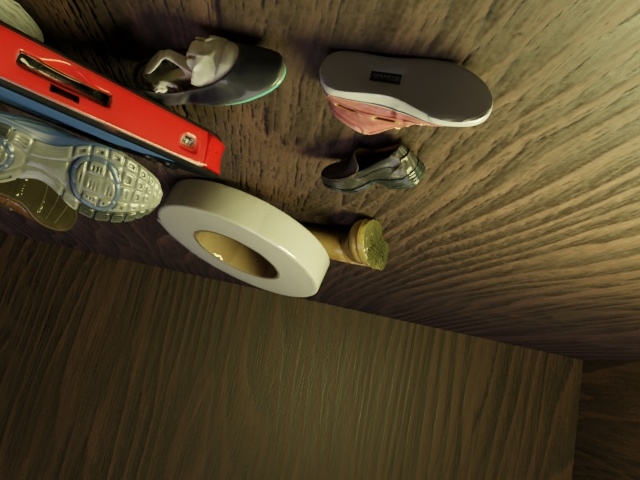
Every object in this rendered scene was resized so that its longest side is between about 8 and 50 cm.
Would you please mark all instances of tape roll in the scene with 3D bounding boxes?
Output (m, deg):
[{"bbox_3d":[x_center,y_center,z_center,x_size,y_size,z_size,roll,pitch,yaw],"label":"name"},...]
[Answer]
[{"bbox_3d":[-0.170,0.004,1.220,0.392,0.072,0.392,21,159,9],"label":"tape roll"}]

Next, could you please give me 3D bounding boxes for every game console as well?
[{"bbox_3d":[-0.343,-0.174,0.689,0.342,0.060,0.386,13,174,38],"label":"game console"}]

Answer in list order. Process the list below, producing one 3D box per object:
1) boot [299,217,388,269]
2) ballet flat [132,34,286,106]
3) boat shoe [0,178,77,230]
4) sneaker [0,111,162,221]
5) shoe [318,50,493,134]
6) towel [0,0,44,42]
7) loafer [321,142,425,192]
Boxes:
[{"bbox_3d":[0.000,0.000,1.223,0.270,0.089,0.236,11,163,18],"label":"boot"},{"bbox_3d":[-0.134,-0.184,0.605,0.203,0.074,0.074,5,165,36],"label":"ballet flat"},{"bbox_3d":[-0.723,-0.122,1.335,0.104,0.110,0.307,10,158,25],"label":"boat shoe"},{"bbox_3d":[-0.369,-0.121,0.789,0.297,0.111,0.129,22,-161,-27],"label":"sneaker"},{"bbox_3d":[0.088,-0.147,0.585,0.178,0.063,0.081,15,169,11],"label":"shoe"},{"bbox_3d":[-0.463,-0.280,0.572,0.285,0.034,0.209,12,169,8],"label":"towel"},{"bbox_3d":[0.065,-0.109,0.793,0.170,0.062,0.061,-3,138,39],"label":"loafer"}]
